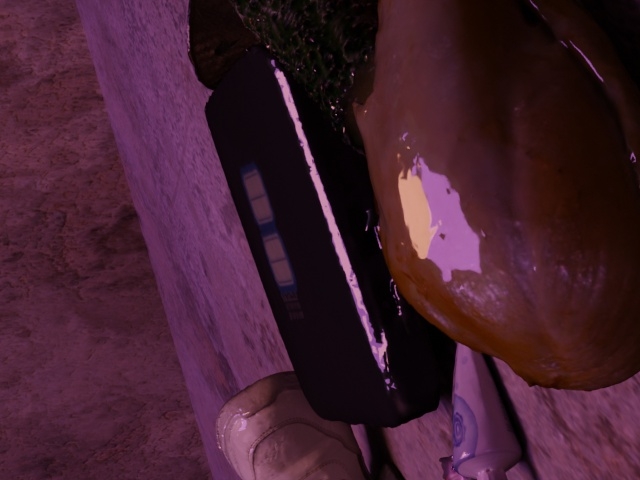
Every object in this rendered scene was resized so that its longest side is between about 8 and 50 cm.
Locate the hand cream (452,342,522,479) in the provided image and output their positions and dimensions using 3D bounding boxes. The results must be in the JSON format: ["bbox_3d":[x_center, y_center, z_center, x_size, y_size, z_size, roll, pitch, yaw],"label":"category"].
[{"bbox_3d":[0.118,0.131,1.300,0.084,0.053,0.142,91,168,-60],"label":"hand cream"}]

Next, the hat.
[{"bbox_3d":[-0.065,-0.210,1.603,0.146,0.067,0.146,10,-90,-69],"label":"hat"}]

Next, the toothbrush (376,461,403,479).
[{"bbox_3d":[0.108,0.295,1.641,0.297,0.030,0.030,-127,46,-62],"label":"toothbrush"}]

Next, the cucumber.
[{"bbox_3d":[0.007,-0.154,1.265,0.359,0.096,0.096,-127,22,-63],"label":"cucumber"}]

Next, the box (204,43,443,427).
[{"bbox_3d":[0.000,0.000,1.537,0.359,0.091,0.350,152,98,-78],"label":"box"}]

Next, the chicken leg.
[{"bbox_3d":[0.080,-0.129,0.880,0.201,0.152,0.429,144,115,-65],"label":"chicken leg"}]

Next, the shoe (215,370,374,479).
[{"bbox_3d":[0.016,0.288,1.769,0.210,0.132,0.342,53,172,48],"label":"shoe"}]

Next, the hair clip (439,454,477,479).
[{"bbox_3d":[0.158,0.297,1.343,0.110,0.095,0.359,37,-157,-37],"label":"hair clip"}]
